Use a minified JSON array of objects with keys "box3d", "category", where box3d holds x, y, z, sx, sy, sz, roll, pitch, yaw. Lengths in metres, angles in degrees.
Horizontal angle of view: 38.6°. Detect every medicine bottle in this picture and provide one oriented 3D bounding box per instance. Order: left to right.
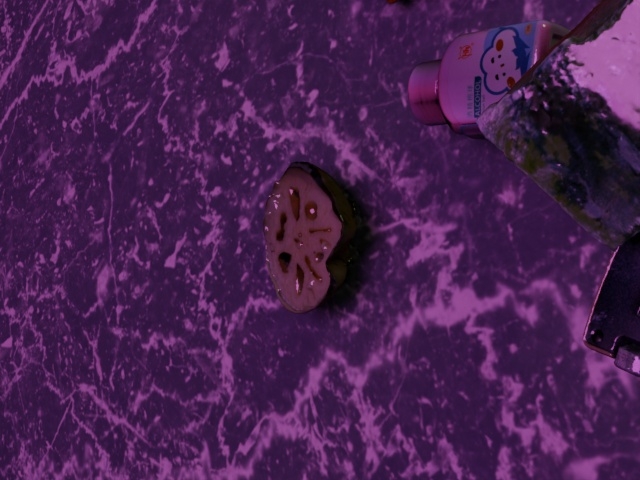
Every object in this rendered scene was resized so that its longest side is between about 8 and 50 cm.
[{"box3d":[0.198,-0.178,1.056,0.188,0.094,0.119,1,85,45],"category":"medicine bottle"}]

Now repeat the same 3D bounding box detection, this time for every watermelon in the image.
[{"box3d":[0.284,-0.167,0.830,0.264,0.151,0.302,-47,16,30],"category":"watermelon"}]

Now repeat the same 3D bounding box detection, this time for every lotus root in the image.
[{"box3d":[-0.002,-0.003,1.245,0.183,0.078,0.203,-54,45,39],"category":"lotus root"}]

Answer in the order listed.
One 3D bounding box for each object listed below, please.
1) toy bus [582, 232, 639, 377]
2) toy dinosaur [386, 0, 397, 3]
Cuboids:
[{"box3d":[0.388,0.090,0.780,0.290,0.157,0.139,21,94,47],"category":"toy bus"},{"box3d":[0.195,-0.383,1.096,0.432,0.097,0.208,13,107,49],"category":"toy dinosaur"}]
